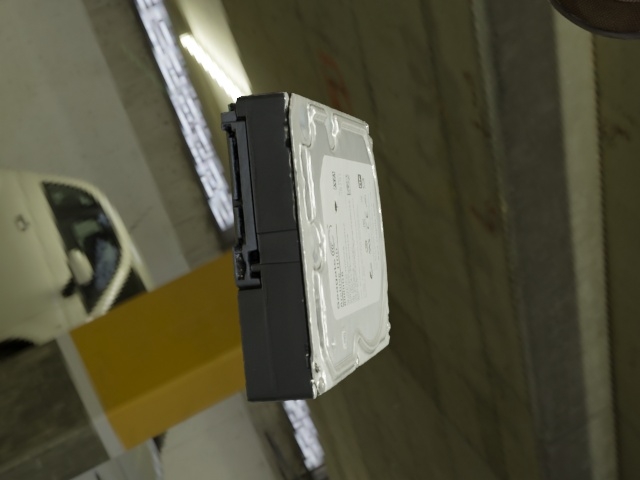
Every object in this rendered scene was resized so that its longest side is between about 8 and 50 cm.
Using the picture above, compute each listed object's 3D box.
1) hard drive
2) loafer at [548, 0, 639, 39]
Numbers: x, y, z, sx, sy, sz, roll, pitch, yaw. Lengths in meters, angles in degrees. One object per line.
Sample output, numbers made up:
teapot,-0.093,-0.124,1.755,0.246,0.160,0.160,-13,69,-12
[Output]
hard drive,0.000,0.000,0.963,0.339,0.064,0.237,-5,89,-76
loafer,0.221,-0.313,0.681,0.130,0.133,0.366,-4,107,-79
